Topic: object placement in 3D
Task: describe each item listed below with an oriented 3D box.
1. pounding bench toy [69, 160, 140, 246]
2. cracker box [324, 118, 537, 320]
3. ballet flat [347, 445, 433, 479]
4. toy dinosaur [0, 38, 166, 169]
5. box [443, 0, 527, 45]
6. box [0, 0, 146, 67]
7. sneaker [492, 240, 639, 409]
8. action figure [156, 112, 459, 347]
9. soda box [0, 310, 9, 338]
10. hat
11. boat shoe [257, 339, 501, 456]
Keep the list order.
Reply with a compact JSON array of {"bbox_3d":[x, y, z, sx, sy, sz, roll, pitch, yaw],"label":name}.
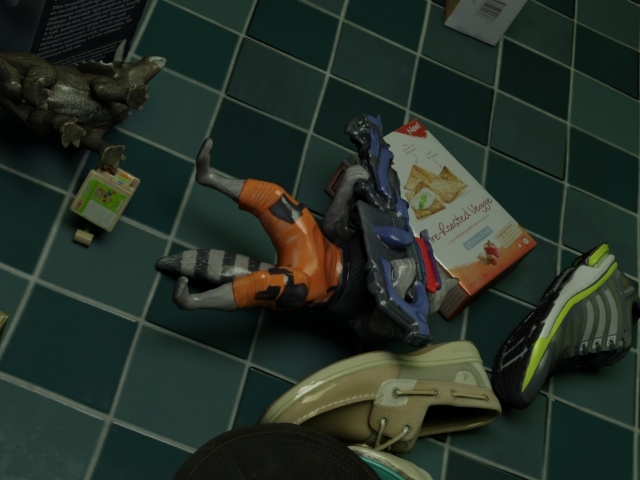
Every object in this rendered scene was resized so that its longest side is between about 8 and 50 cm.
[{"bbox_3d":[-0.246,-0.039,1.365,0.052,0.083,0.065,30,16,-8],"label":"pounding bench toy"},{"bbox_3d":[0.140,-0.031,1.550,0.232,0.067,0.156,46,48,12],"label":"cracker box"},{"bbox_3d":[0.116,0.293,1.290,0.248,0.086,0.086,39,47,2],"label":"ballet flat"},{"bbox_3d":[-0.297,-0.159,1.352,0.314,0.121,0.160,-1,20,-42],"label":"toy dinosaur"},{"bbox_3d":[0.259,-0.407,1.860,0.091,0.130,0.170,20,48,-13],"label":"box"},{"bbox_3d":[-0.335,-0.392,1.420,0.183,0.294,0.296,-27,71,-40],"label":"box"},{"bbox_3d":[0.318,0.116,1.508,0.121,0.111,0.300,45,50,4],"label":"sneaker"},{"bbox_3d":[0.000,0.000,1.393,0.330,0.178,0.341,19,42,-19],"label":"action figure"},{"bbox_3d":[-0.368,0.133,1.155,0.058,0.061,0.181,30,47,-4],"label":"soda box"},{"bbox_3d":[-0.039,0.328,1.133,0.331,0.134,0.331,31,33,-23],"label":"hat"},{"bbox_3d":[0.073,0.184,1.325,0.302,0.109,0.098,-6,58,-38],"label":"boat shoe"}]
